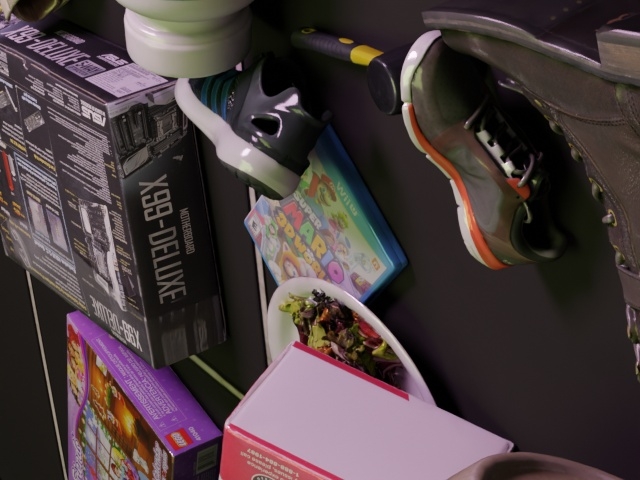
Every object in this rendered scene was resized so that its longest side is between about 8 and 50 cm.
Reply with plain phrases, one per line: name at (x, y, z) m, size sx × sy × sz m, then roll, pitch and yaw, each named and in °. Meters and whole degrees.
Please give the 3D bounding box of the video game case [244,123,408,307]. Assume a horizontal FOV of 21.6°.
video game case at (0.000, 0.000, 1.207) m, size 0.119 × 0.015 × 0.166 m, roll 61°, pitch 151°, yaw 13°

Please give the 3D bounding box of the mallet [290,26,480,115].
mallet at (0.037, -0.117, 1.046) m, size 0.190 × 0.062 × 0.039 m, roll -139°, pitch 37°, yaw -65°

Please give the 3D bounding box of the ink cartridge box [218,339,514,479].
ink cartridge box at (0.020, 0.210, 1.166) m, size 0.172 × 0.100 × 0.237 m, roll 24°, pitch 136°, yaw 17°

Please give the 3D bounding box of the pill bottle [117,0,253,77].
pill bottle at (-0.090, -0.218, 1.099) m, size 0.117 × 0.117 × 0.208 m, roll 41°, pitch 142°, yaw 40°

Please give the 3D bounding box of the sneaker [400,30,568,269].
sneaker at (0.101, -0.052, 0.946) m, size 0.065 × 0.061 × 0.158 m, roll 6°, pitch 134°, yaw 46°

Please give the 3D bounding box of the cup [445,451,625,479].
cup at (0.116, 0.259, 0.925) m, size 0.331 × 0.331 × 0.237 m, roll 37°, pitch 113°, yaw 44°

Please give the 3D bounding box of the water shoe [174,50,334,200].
water shoe at (-0.041, -0.093, 1.172) m, size 0.073 × 0.080 × 0.203 m, roll 34°, pitch -171°, yaw -29°

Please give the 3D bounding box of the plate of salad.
plate of salad at (0.018, 0.119, 1.207) m, size 0.200 × 0.048 × 0.200 m, roll 38°, pitch 144°, yaw 34°

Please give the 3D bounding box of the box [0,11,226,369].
box at (-0.204, -0.056, 1.460) m, size 0.307 × 0.076 × 0.242 m, roll 28°, pitch 133°, yaw 51°

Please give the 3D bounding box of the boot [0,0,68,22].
boot at (-0.284, -0.262, 1.454) m, size 0.213 × 0.077 × 0.165 m, roll -25°, pitch 89°, yaw 57°

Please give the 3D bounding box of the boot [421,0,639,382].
boot at (0.156, -0.018, 0.847) m, size 0.263 × 0.091 × 0.229 m, roll 27°, pitch 138°, yaw 57°

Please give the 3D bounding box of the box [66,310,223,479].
box at (-0.177, 0.225, 1.633) m, size 0.201 × 0.057 × 0.293 m, roll 47°, pitch 146°, yaw 35°
